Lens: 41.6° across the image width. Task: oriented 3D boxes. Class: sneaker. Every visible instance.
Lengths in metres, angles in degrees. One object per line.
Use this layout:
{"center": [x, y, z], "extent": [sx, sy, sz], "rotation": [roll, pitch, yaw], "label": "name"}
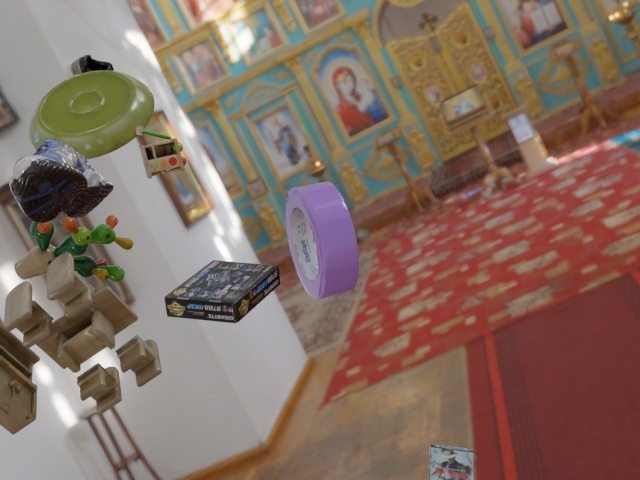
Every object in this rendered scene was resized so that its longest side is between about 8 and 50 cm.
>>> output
{"center": [-0.317, -0.074, 0.985], "extent": [0.080, 0.081, 0.211], "rotation": [-43, -3, 0], "label": "sneaker"}
{"center": [-0.445, -0.328, 1.757], "extent": [0.075, 0.170, 0.063], "rotation": [-29, 36, 45], "label": "sneaker"}

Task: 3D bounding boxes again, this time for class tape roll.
{"center": [0.000, 0.000, 2.033], "extent": [0.090, 0.275, 0.275], "rotation": [-13, 1, -18], "label": "tape roll"}

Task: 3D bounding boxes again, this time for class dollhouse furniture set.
{"center": [-0.398, 0.149, 1.273], "extent": [0.242, 0.212, 0.161], "rotation": [-34, 33, 3], "label": "dollhouse furniture set"}

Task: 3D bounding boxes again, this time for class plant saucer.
{"center": [-0.430, -0.244, 1.565], "extent": [0.241, 0.037, 0.241], "rotation": [-5, 48, 5], "label": "plant saucer"}

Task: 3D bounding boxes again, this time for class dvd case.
{"center": [0.251, 0.453, 1.618], "extent": [0.087, 0.119, 0.013], "rotation": [8, -39, -1], "label": "dvd case"}

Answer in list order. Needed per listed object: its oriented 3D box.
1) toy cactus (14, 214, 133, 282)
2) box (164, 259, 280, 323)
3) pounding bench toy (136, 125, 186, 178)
{"center": [-0.422, 0.005, 1.378], "extent": [0.180, 0.112, 0.219], "rotation": [-25, -38, 15], "label": "toy cactus"}
{"center": [-0.213, 0.110, 1.869], "extent": [0.175, 0.051, 0.220], "rotation": [3, 22, 22], "label": "box"}
{"center": [-0.251, -0.146, 1.332], "extent": [0.065, 0.083, 0.052], "rotation": [-15, 11, -13], "label": "pounding bench toy"}
